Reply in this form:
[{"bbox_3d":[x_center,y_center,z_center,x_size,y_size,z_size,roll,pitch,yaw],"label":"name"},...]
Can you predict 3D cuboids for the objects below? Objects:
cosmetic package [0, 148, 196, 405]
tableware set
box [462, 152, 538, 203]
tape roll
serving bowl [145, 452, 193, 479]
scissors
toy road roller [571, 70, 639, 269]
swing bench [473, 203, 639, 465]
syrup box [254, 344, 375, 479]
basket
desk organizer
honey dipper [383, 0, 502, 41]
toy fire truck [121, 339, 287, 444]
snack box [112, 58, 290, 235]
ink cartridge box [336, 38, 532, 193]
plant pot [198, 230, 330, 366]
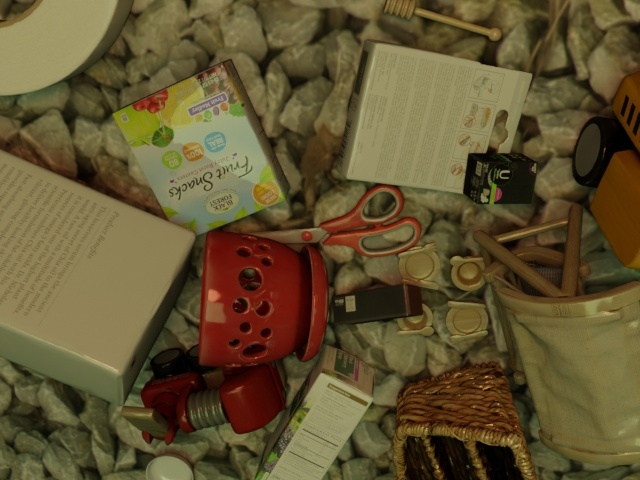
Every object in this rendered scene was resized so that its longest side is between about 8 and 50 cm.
[{"bbox_3d":[-0.429,0.023,0.981,0.453,0.230,0.161,24,148,-2],"label":"cosmetic package"},{"bbox_3d":[0.186,0.083,1.084,0.141,0.020,0.169,0,110,5],"label":"tableware set"},{"bbox_3d":[0.249,-0.086,0.989,0.083,0.052,0.062,-1,112,-13],"label":"box"},{"bbox_3d":[-0.437,-0.390,0.939,0.392,0.072,0.392,2,110,5],"label":"tape roll"},{"bbox_3d":[-0.257,0.400,1.234,0.083,0.027,0.083,2,110,5],"label":"serving bowl"},{"bbox_3d":[0.000,0.000,1.069,0.297,0.021,0.109,-17,109,9],"label":"scissors"},{"bbox_3d":[0.449,-0.108,0.829,0.202,0.329,0.240,9,126,-4],"label":"toy road roller"},{"bbox_3d":[0.326,0.126,0.950,0.165,0.255,0.253,-17,114,11],"label":"swing bench"},{"bbox_3d":[-0.008,0.295,1.139,0.096,0.093,0.237,27,110,-5],"label":"syrup box"},{"bbox_3d":[0.223,0.375,1.081,0.213,0.223,0.299,-17,108,11],"label":"basket"},{"bbox_3d":[0.085,0.098,1.072,0.130,0.050,0.047,-13,76,35],"label":"desk organizer"},{"bbox_3d":[0.163,-0.292,0.946,0.160,0.030,0.030,17,111,-4],"label":"honey dipper"},{"bbox_3d":[-0.176,0.236,1.050,0.217,0.246,0.158,-13,109,10],"label":"toy fire truck"},{"bbox_3d":[-0.163,-0.125,1.013,0.174,0.070,0.207,-22,108,12],"label":"snack box"},{"bbox_3d":[0.154,-0.164,0.993,0.232,0.066,0.189,5,112,-19],"label":"ink cartridge box"},{"bbox_3d":[-0.085,0.085,1.020,0.174,0.191,0.191,3,111,-12],"label":"plant pot"}]
